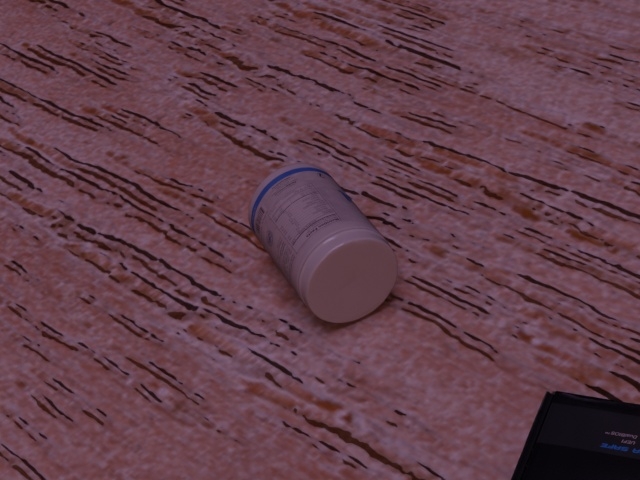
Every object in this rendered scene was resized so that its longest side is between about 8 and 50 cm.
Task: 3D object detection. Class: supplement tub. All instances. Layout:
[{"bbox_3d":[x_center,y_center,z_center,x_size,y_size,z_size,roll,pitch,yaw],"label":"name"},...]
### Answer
[{"bbox_3d":[0.000,0.000,0.953,0.071,0.071,0.107,-25,41,-12],"label":"supplement tub"}]

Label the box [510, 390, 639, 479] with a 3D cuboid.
[{"bbox_3d":[0.197,0.169,0.700,0.220,0.051,0.175,8,44,25],"label":"box"}]
